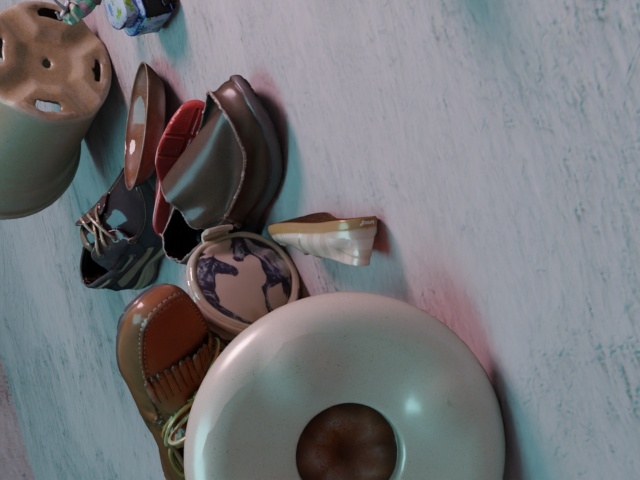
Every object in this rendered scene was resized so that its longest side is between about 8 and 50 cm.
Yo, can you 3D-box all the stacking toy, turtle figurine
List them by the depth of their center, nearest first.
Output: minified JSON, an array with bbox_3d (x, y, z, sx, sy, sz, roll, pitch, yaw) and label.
[{"bbox_3d":[0.004,0.218,1.685,0.480,0.351,0.350,-155,49,-82],"label":"stacking toy"},{"bbox_3d":[-0.356,-0.416,2.114,0.234,0.118,0.175,-142,54,-74],"label":"turtle figurine"}]

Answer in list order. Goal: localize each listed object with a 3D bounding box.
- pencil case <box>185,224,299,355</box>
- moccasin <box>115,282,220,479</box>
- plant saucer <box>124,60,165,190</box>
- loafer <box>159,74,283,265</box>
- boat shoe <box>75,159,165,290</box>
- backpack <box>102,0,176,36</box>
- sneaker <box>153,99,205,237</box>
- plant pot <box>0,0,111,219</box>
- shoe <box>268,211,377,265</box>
[{"bbox_3d":[-0.143,0.144,2.000,0.183,0.160,0.410,48,149,17],"label":"pencil case"},{"bbox_3d":[-0.170,0.214,1.804,0.147,0.139,0.380,31,139,39],"label":"moccasin"},{"bbox_3d":[-0.267,-0.174,2.125,0.198,0.036,0.198,-175,90,-74],"label":"plant saucer"},{"bbox_3d":[-0.145,-0.071,1.892,0.134,0.130,0.366,56,151,30],"label":"loafer"},{"bbox_3d":[-0.335,-0.007,2.325,0.132,0.130,0.355,60,153,24],"label":"boat shoe"},{"bbox_3d":[-0.270,-0.352,2.017,0.105,0.084,0.114,70,158,9],"label":"backpack"},{"bbox_3d":[-0.214,-0.123,2.055,0.128,0.087,0.221,-114,38,-59],"label":"sneaker"},{"bbox_3d":[-0.512,-0.241,2.366,0.305,0.334,0.333,-33,77,53],"label":"plant pot"},{"bbox_3d":[0.000,0.000,1.707,0.219,0.077,0.058,2,103,62],"label":"shoe"}]
